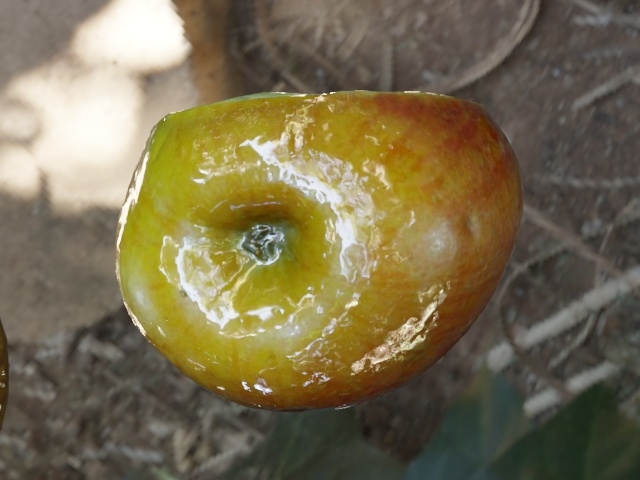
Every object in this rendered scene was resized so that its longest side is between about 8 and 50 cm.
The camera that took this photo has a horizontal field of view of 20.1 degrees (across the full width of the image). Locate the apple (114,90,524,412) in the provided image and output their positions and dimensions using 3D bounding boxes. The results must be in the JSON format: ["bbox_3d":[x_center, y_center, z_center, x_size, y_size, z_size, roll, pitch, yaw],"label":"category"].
[{"bbox_3d":[0.000,0.000,0.876,0.195,0.173,0.160,-3,103,19],"label":"apple"}]

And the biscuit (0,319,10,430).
[{"bbox_3d":[-0.250,0.088,0.948,0.036,0.212,0.212,19,129,38],"label":"biscuit"}]
